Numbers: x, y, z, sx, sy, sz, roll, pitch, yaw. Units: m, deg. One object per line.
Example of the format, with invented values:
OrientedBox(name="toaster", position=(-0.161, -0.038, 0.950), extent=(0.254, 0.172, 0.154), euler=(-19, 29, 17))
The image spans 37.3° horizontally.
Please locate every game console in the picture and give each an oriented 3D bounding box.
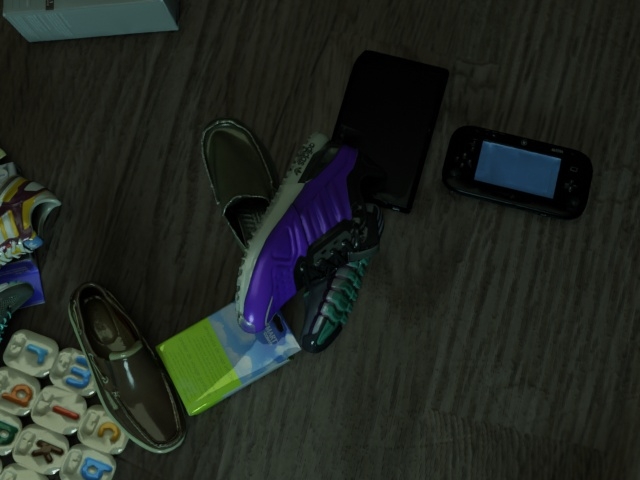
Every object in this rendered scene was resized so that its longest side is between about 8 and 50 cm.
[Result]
OrientedBox(name="game console", position=(0.197, -0.128, 1.319), extent=(0.362, 0.044, 0.213), euler=(15, 79, 6))

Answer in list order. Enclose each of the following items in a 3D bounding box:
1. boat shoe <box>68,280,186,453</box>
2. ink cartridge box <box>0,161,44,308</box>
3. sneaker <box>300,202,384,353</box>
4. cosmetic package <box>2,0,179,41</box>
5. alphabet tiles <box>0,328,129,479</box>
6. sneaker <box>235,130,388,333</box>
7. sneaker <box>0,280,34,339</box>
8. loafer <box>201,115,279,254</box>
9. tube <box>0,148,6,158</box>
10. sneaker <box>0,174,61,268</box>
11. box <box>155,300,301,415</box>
OrientedBox(name="boat shoe", position=(-0.265, 0.168, 1.273), extent=(0.095, 0.095, 0.257), euler=(-32, 78, -23))
OrientedBox(name="ink cartridge box", position=(-0.515, 0.011, 1.361), extent=(0.207, 0.045, 0.208), euler=(-14, 80, 1))
OrientedBox(name="sneaker", position=(0.005, 0.043, 1.301), extent=(0.098, 0.083, 0.223), euler=(18, 72, 21))
OrientedBox(name="cosmetic package", position=(-0.330, -0.372, 1.385), extent=(0.238, 0.107, 0.127), euler=(-6, 76, 7))
OrientedBox(name="alphabet tiles", position=(-0.409, 0.270, 1.284), extent=(0.278, 0.021, 0.284), euler=(21, 71, 2))
OrientedBox(name="sneaker", position=(0.000, -0.001, 1.210), extent=(0.146, 0.102, 0.293), euler=(23, 67, 8))
OrientedBox(name="sneaker", position=(-0.456, 0.122, 1.297), extent=(0.166, 0.065, 0.076), euler=(-38, 78, -19))
OrientedBox(name="loafer", position=(-0.098, -0.065, 1.314), extent=(0.094, 0.087, 0.251), euler=(-25, 79, 0))
OrientedBox(name="tube", position=(-0.567, -0.179, 1.384), extent=(0.240, 0.062, 0.070), euler=(46, 114, 15))
OrientedBox(name="sneaker", position=(-0.431, 0.002, 1.300), extent=(0.084, 0.069, 0.185), euler=(25, 81, 10))
OrientedBox(name="box", position=(-0.123, 0.149, 1.295), extent=(0.178, 0.042, 0.109), euler=(-30, 78, 4))
